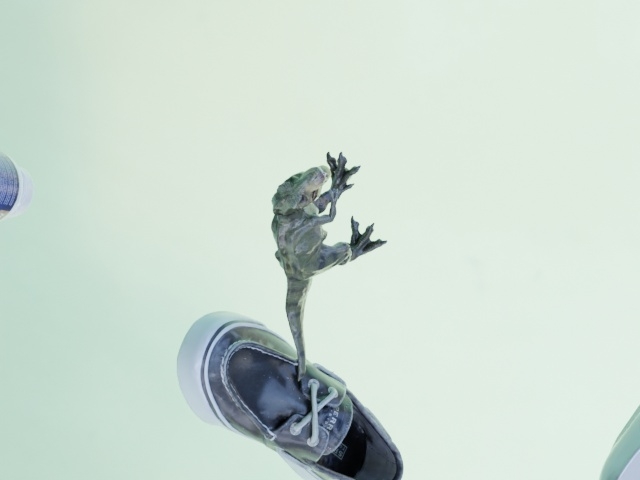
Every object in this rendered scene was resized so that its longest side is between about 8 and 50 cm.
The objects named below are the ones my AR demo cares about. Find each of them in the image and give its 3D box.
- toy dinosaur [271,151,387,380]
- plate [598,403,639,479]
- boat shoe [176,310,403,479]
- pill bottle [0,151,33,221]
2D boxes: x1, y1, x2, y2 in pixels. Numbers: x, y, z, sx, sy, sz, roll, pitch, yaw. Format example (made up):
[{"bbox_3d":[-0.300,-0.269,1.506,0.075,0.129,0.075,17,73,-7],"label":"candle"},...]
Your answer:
[{"bbox_3d":[0.000,0.000,1.631,0.118,0.064,0.268,-47,152,-31],"label":"toy dinosaur"},{"bbox_3d":[0.330,0.170,1.617,0.277,0.045,0.278,-50,146,-17],"label":"plate"},{"bbox_3d":[-0.019,0.162,1.745,0.301,0.102,0.108,47,63,-45],"label":"boat shoe"},{"bbox_3d":[-0.300,-0.049,1.610,0.067,0.067,0.120,-67,158,4],"label":"pill bottle"}]
